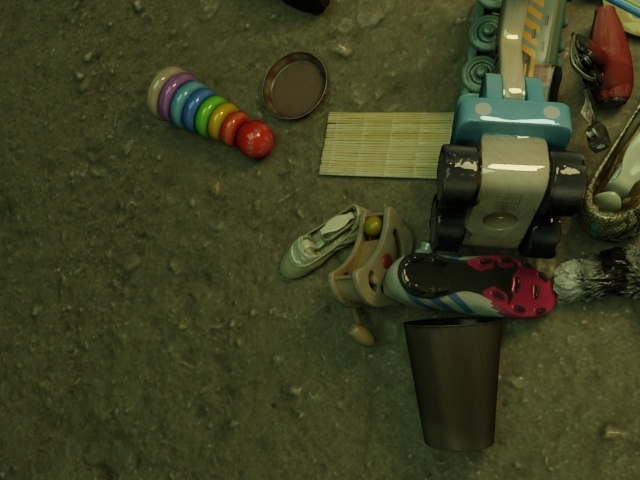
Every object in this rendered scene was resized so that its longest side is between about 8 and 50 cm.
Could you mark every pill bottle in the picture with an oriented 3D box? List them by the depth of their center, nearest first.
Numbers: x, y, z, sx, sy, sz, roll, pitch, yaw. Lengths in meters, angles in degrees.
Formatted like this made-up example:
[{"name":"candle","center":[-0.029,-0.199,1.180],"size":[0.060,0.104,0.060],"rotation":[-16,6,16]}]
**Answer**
[{"name":"pill bottle","center":[0.208,0.046,1.288],"size":[0.043,0.043,0.083],"rotation":[20,88,25]}]

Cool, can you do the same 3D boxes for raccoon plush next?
[{"name":"raccoon plush","center":[0.603,0.064,0.980],"size":[0.447,0.299,0.216],"rotation":[-18,74,19]}]

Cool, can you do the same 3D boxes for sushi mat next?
[{"name":"sushi mat","center":[0.149,-0.211,1.375],"size":[0.317,0.019,0.151],"rotation":[5,83,23]}]

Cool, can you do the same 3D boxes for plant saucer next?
[{"name":"plant saucer","center":[-0.058,-0.363,1.483],"size":[0.169,0.029,0.168],"rotation":[-4,79,23]}]

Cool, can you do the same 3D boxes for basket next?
[{"name":"basket","center":[0.254,0.262,1.170],"size":[0.154,0.205,0.226],"rotation":[-7,86,60]}]

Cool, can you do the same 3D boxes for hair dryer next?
[{"name":"hair dryer","center":[0.515,-0.326,1.132],"size":[0.080,0.223,0.293],"rotation":[-3,46,31]}]

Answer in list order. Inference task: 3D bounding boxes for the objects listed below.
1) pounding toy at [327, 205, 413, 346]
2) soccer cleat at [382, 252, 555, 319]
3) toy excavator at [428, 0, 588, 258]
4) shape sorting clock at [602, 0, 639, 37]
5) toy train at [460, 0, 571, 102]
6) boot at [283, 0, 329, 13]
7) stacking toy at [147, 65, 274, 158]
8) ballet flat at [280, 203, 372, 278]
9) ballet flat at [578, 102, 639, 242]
[{"name":"pounding toy","center":[0.073,0.067,1.265],"size":[0.155,0.154,0.269],"rotation":[-8,61,43]},{"name":"soccer cleat","center":[0.275,0.085,1.189],"size":[0.332,0.143,0.115],"rotation":[10,72,-14]},{"name":"toy excavator","center":[0.318,-0.245,1.091],"size":[0.223,0.433,0.445],"rotation":[3,60,5]},{"name":"shape sorting clock","center":[0.652,-0.484,1.200],"size":[0.206,0.040,0.206],"rotation":[-3,83,26]},{"name":"toy train","center":[0.389,-0.385,1.250],"size":[0.190,0.142,0.333],"rotation":[10,83,12]},{"name":"boot","center":[-0.060,-0.720,1.493],"size":[0.348,0.131,0.260],"rotation":[37,96,24]},{"name":"stacking toy","center":[-0.254,-0.294,1.502],"size":[0.330,0.141,0.141],"rotation":[30,93,21]},{"name":"ballet flat","center":[0.000,0.000,1.364],"size":[0.248,0.086,0.086],"rotation":[-34,70,14]},{"name":"ballet flat","center":[0.618,-0.211,1.088],"size":[0.164,0.182,0.482],"rotation":[35,95,25]}]
